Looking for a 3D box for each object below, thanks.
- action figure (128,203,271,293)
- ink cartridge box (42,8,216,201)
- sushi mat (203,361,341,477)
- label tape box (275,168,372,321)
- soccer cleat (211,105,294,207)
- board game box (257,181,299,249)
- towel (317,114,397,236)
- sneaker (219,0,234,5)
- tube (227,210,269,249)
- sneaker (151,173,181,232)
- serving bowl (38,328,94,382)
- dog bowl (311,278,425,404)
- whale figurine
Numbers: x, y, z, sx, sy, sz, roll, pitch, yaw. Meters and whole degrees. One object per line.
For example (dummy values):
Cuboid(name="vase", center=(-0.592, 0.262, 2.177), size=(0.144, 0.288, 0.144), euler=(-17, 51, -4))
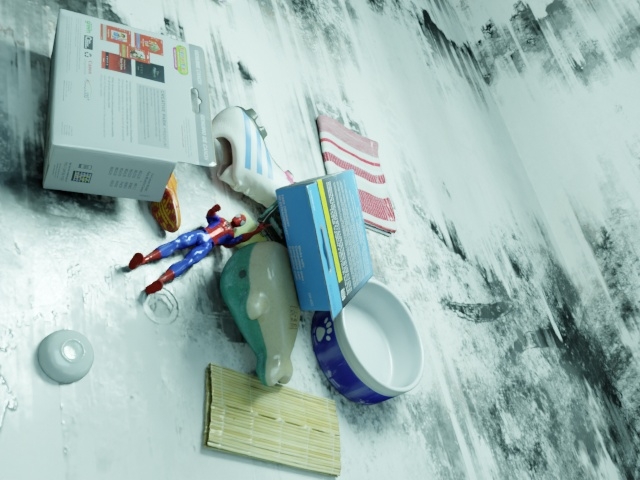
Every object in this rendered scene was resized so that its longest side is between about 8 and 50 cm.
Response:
Cuboid(name="action figure", center=(-0.208, -0.008, 1.185), size=(0.092, 0.139, 0.280), euler=(57, 36, -3))
Cuboid(name="ink cartridge box", center=(-0.347, -0.236, 1.153), size=(0.271, 0.130, 0.310), euler=(7, 57, -27))
Cuboid(name="sushi mat", center=(-0.080, 0.337, 1.172), size=(0.316, 0.019, 0.152), euler=(27, 44, -35))
Cuboid(name="label tape box", center=(0.000, 0.000, 1.224), size=(0.333, 0.105, 0.241), euler=(-31, 111, -70))
Cuboid(name="soccer cleat", center=(-0.143, -0.134, 1.407), size=(0.143, 0.116, 0.331), euler=(-40, 107, -21))
Cuboid(name="board game box", center=(-0.045, -0.017, 1.384), size=(0.126, 0.026, 0.186), euler=(-47, 124, -23))
Cuboid(name="towel", center=(0.103, -0.183, 1.772), size=(0.237, 0.037, 0.329), euler=(18, 51, -40))
Cuboid(name="sneaker", center=(-0.253, -0.760, 1.758), size=(0.152, 0.114, 0.305), euler=(42, 46, -29))
Cuboid(name="tube", center=(-0.112, 0.044, 1.332), size=(0.240, 0.062, 0.070), euler=(50, -3, 5))
Cuboid(name="sneaker", center=(-0.296, -0.097, 1.222), size=(0.067, 0.064, 0.175), euler=(6, 61, -58))
Cuboid(name="serving bowl", center=(-0.377, 0.169, 0.950), size=(0.083, 0.027, 0.083), euler=(28, 45, -32))
Cuboid(name="dog bowl", center=(0.108, 0.224, 1.406), size=(0.264, 0.104, 0.265), euler=(30, 43, -32))
Cuboid(name="whale figurine", center=(-0.115, 0.139, 1.204), size=(0.216, 0.141, 0.272), euler=(23, 61, -71))
